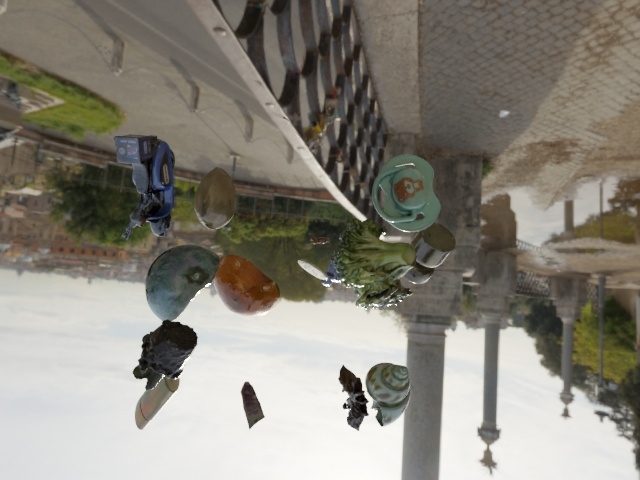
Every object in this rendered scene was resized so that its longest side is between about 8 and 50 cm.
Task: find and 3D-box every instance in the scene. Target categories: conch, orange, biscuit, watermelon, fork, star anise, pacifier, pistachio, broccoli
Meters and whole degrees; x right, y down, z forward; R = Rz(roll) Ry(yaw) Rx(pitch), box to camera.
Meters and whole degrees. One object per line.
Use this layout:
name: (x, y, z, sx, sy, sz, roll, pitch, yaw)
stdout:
conch: (0.304, 0.666, 1.973, 0.197, 0.249, 0.368, -12, 143, 2)
orange: (-0.346, 0.225, 2.068, 0.310, 0.274, 0.274, 25, 161, -36)
biscuit: (-0.032, 0.123, 1.867, 0.152, 0.020, 0.152, 30, 162, 11)
watermelon: (-0.520, 0.131, 1.652, 0.188, 0.321, 0.175, 39, 148, -26)
fork: (-0.086, -0.401, 1.644, 0.021, 0.039, 0.235, -42, 120, 20)
star anise: (0.144, 0.714, 1.993, 0.111, 0.257, 0.198, -8, -164, -22)
pacifier: (0.365, -0.193, 1.951, 0.289, 0.343, 0.269, -7, 168, 1)
pistachio: (-0.395, -0.158, 1.670, 0.153, 0.237, 0.138, 2, 166, -16)
broccoli: (0.182, 0.089, 1.592, 0.272, 0.324, 0.334, 12, 143, 57)

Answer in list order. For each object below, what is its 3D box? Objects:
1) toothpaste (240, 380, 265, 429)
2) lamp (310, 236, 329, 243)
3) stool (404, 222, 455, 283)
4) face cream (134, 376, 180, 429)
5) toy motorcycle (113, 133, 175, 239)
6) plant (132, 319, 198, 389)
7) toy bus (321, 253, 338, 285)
toothpaste: (-0.292, 0.681, 1.875, 0.075, 0.048, 0.301, -12, -164, -14)
lamp: (0.000, 0.000, 2.019, 0.083, 0.031, 0.063, -7, -159, -10)
stool: (0.504, 0.062, 2.132, 0.179, 0.179, 0.264, 6, 139, -16)
face cream: (-0.663, 0.627, 1.794, 0.067, 0.139, 0.285, 22, 119, -36)
toy motorcycle: (-0.565, -0.168, 1.452, 0.125, 0.358, 0.212, 6, -158, 13)
plant: (-0.456, 0.328, 1.290, 0.131, 0.203, 0.142, 26, -161, -33)
toy bus: (0.069, 0.151, 2.204, 0.076, 0.167, 0.073, 19, 172, 26)
